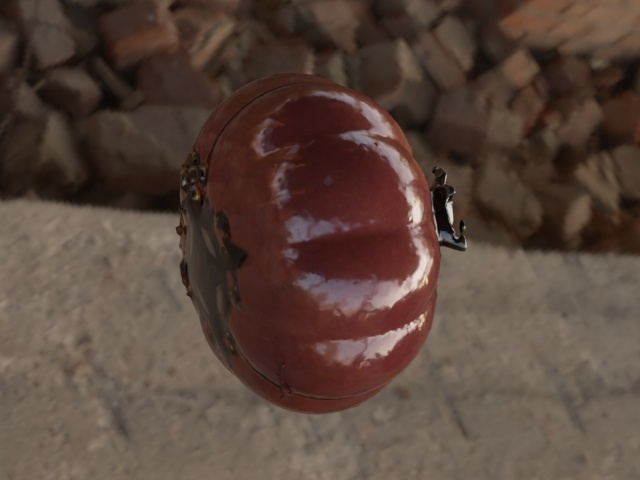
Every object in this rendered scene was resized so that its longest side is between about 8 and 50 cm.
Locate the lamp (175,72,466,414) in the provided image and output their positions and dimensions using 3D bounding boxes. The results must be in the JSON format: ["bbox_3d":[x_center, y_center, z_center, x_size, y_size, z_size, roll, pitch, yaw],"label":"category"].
[{"bbox_3d":[0.000,0.000,0.879,0.140,0.182,0.182,-9,72,-21],"label":"lamp"}]
